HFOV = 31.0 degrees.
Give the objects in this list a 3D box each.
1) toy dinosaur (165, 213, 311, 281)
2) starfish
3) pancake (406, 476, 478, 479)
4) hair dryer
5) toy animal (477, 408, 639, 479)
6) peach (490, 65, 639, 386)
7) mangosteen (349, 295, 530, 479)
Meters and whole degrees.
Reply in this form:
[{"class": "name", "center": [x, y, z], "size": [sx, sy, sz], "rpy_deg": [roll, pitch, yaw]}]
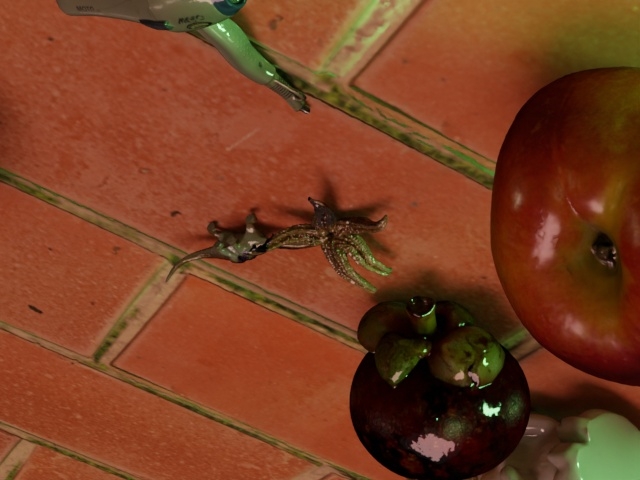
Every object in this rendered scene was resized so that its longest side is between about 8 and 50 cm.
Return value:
[{"class": "toy dinosaur", "center": [-0.084, 0.003, 1.110], "size": [0.180, 0.037, 0.058], "rpy_deg": [-7, 136, 30]}, {"class": "starfish", "center": [0.000, -0.005, 1.055], "size": [0.130, 0.041, 0.133], "rpy_deg": [0, 138, 9]}, {"class": "pancake", "center": [0.175, 0.298, 1.442], "size": [0.158, 0.028, 0.158], "rpy_deg": [11, 149, 7]}, {"class": "hair dryer", "center": [-0.106, -0.160, 0.886], "size": [0.167, 0.067, 0.199], "rpy_deg": [12, 163, 23]}, {"class": "toy animal", "center": [0.268, 0.258, 1.242], "size": [0.178, 0.127, 0.193], "rpy_deg": [28, 151, -14]}, {"class": "peach", "center": [0.226, -0.011, 0.795], "size": [0.243, 0.243, 0.199], "rpy_deg": [28, 127, -18]}, {"class": "mangosteen", "center": [0.111, 0.139, 1.127], "size": [0.200, 0.200, 0.200], "rpy_deg": [11, 147, 8]}]
